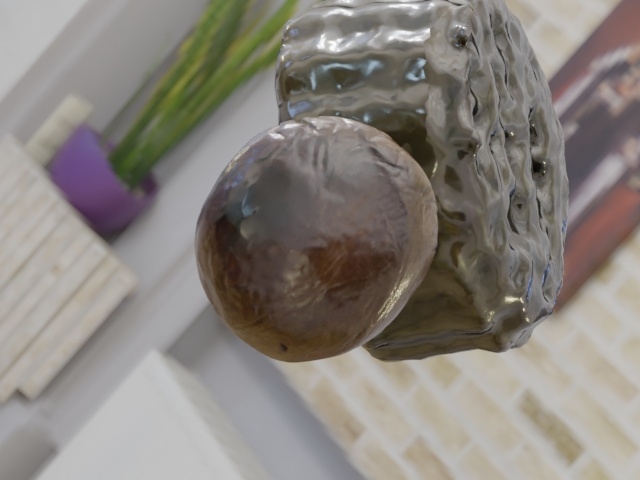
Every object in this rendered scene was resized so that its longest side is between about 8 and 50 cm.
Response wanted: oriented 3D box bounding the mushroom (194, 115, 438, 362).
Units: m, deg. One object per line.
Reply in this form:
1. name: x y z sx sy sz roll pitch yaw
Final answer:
1. mushroom: 0.000 0.000 0.824 0.123 0.123 0.052 40 -6 -18

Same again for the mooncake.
1. mooncake: 0.069 -0.042 1.007 0.228 0.124 0.228 -12 90 -70
